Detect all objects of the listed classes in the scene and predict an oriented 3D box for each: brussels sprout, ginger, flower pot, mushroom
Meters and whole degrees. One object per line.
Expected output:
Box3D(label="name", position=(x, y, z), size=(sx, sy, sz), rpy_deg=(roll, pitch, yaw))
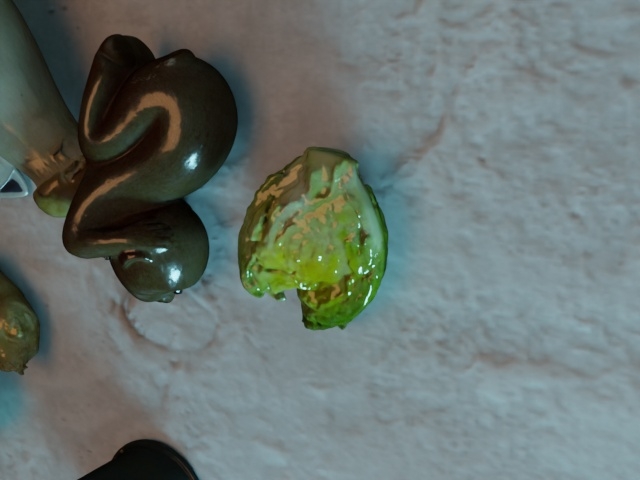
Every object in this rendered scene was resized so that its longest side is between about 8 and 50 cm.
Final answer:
Box3D(label="brussels sprout", position=(0.002, -0.002, 1.209), size=(0.139, 0.100, 0.181), rpy_deg=(27, 113, 21))
Box3D(label="ginger", position=(-0.384, 0.073, 1.538), size=(0.190, 0.069, 0.095), rpy_deg=(46, 118, 24))
Box3D(label="flower pot", position=(-0.208, 0.298, 1.418), size=(0.157, 0.107, 0.157), rpy_deg=(8, 103, 39))
Box3D(label="mushroom", position=(-0.337, -0.174, 1.393), size=(0.350, 0.128, 0.128), rpy_deg=(50, 125, 4))

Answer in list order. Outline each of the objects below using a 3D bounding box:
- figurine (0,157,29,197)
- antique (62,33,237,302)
Box3D(label="figurine", position=(-0.392, -0.104, 1.480), size=(0.125, 0.138, 0.125), rpy_deg=(179, 90, -74))
Box3D(label="antique", position=(-0.157, -0.062, 1.310), size=(0.143, 0.121, 0.256), rpy_deg=(16, 101, 26))
